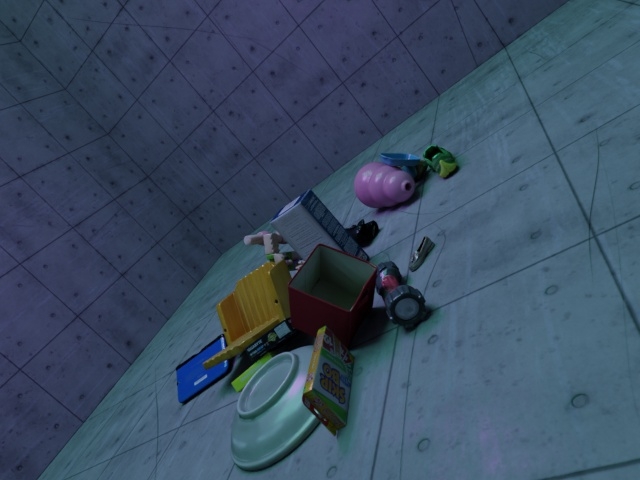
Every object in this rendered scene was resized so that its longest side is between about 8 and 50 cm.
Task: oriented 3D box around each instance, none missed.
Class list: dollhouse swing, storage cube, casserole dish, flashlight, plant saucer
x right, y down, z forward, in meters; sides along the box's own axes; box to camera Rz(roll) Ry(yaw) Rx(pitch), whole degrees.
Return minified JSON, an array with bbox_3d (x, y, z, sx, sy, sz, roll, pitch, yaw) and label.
[{"bbox_3d":[-0.303,0.274,1.741,0.346,0.315,0.304,-32,-18,36],"label":"dollhouse swing"},{"bbox_3d":[0.034,0.158,1.301,0.184,0.214,0.193,-53,-26,-39],"label":"storage cube"},{"bbox_3d":[0.338,-0.345,1.972,0.188,0.037,0.114,-5,25,-28],"label":"casserole dish"},{"bbox_3d":[0.208,0.132,1.268,0.103,0.103,0.304,-13,16,2],"label":"flashlight"},{"bbox_3d":[-0.120,0.419,1.267,0.400,0.101,0.400,-39,14,11],"label":"plant saucer"}]

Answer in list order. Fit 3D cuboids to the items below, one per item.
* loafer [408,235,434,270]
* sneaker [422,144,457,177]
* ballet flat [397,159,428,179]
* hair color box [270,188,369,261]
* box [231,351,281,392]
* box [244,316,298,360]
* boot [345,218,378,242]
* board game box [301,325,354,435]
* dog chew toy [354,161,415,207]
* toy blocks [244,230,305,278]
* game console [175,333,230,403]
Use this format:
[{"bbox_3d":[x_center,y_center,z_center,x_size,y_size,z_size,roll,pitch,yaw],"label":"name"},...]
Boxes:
[{"bbox_3d":[0.301,0.039,1.416,0.125,0.039,0.045,-48,16,-25],"label":"loafer"},{"bbox_3d":[0.489,-0.352,1.919,0.109,0.123,0.295,-38,14,13],"label":"sneaker"},{"bbox_3d":[0.375,-0.312,2.168,0.124,0.116,0.342,-26,5,-31],"label":"ballet flat"},{"bbox_3d":[0.000,0.000,1.690,0.173,0.347,0.105,-29,19,38],"label":"hair color box"},{"bbox_3d":[-0.188,0.414,1.480,0.178,0.042,0.109,-40,-20,5],"label":"box"},{"bbox_3d":[-0.122,0.308,1.515,0.175,0.051,0.220,-38,-13,17],"label":"box"},{"bbox_3d":[0.098,-0.010,1.894,0.246,0.094,0.207,-23,1,-32],"label":"boot"},{"bbox_3d":[0.023,0.328,1.108,0.039,0.124,0.259,-34,16,24],"label":"board game box"},{"bbox_3d":[0.285,-0.237,1.989,0.206,0.207,0.331,-44,22,-13],"label":"dog chew toy"},{"bbox_3d":[-0.115,0.084,1.947,0.308,0.289,0.260,-9,0,35],"label":"toy blocks"},{"bbox_3d":[-0.451,0.529,1.956,0.293,0.173,0.250,-37,46,17],"label":"game console"}]
